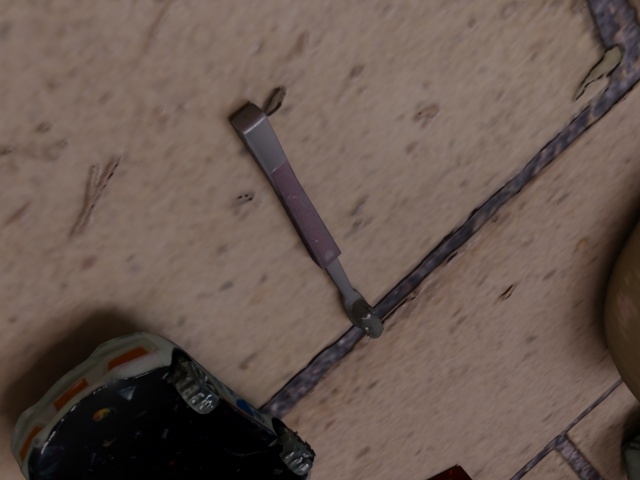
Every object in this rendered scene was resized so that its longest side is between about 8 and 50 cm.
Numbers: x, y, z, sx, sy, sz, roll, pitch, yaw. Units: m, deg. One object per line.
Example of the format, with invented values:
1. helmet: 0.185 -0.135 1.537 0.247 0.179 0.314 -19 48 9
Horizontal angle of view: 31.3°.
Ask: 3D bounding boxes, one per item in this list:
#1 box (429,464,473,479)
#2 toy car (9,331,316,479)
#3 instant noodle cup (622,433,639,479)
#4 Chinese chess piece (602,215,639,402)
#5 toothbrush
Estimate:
1. box: 0.082 0.207 0.844 0.051 0.023 0.082 -19 139 -26
2. toy car: -0.071 0.109 0.571 0.095 0.056 0.205 -42 148 1
3. instant noodle cup: 0.398 0.183 0.975 0.232 0.207 0.207 -26 142 -9
4. Chinese chess piece: 0.355 0.010 0.789 0.338 0.140 0.338 -26 143 -21
5. toothbrush: -0.001 -0.001 0.553 0.014 0.017 0.194 -42 142 -9
